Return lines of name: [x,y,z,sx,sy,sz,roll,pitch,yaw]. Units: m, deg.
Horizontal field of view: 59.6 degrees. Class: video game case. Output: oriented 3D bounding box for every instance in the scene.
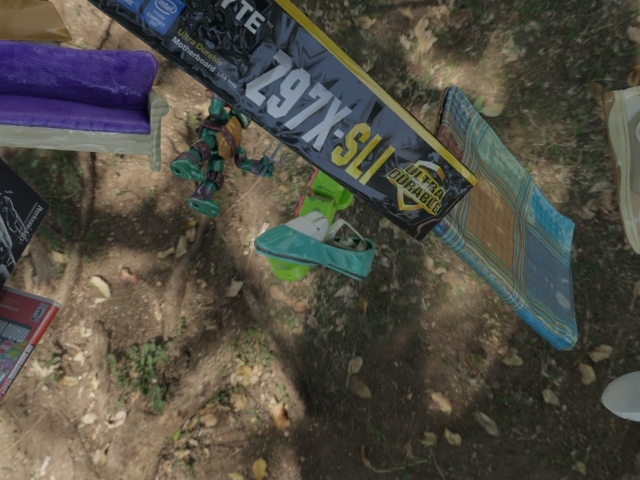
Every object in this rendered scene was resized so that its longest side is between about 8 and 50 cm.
video game case: [-0.637,0.224,1.056,0.203,0.025,0.285,8,62,30]

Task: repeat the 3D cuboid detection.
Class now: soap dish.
soap dish: [-0.686,-0.437,1.172,0.228,0.290,0.118,-15,110,-38]

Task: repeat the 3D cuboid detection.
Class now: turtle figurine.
turtle figurine: [-0.147,-0.160,0.901,0.118,0.234,0.175,-4,136,38]

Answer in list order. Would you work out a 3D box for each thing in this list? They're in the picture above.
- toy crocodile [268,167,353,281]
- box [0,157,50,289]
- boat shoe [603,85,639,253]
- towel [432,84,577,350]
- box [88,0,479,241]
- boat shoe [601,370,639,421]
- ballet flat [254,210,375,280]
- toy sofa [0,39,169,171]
toy crocodile: [-0.005,-0.068,1.207,0.105,0.115,0.341,19,77,14]
box: [-0.744,-0.030,1.044,0.178,0.313,0.344,0,54,20]
boat shoe: [0.609,-0.122,1.039,0.110,0.122,0.341,-9,122,29]
towel: [0.286,-0.031,0.851,0.370,0.272,0.040,40,139,-26]
box: [-0.043,-0.155,0.459,0.322,0.257,0.079,32,107,-37]
boat shoe: [0.488,0.235,0.771,0.070,0.219,0.078,44,74,-5]
ballet flat: [0.000,0.000,0.876,0.083,0.247,0.087,27,98,43]
toy sofa: [-0.425,-0.215,0.860,0.362,0.150,0.177,1,112,-19]
